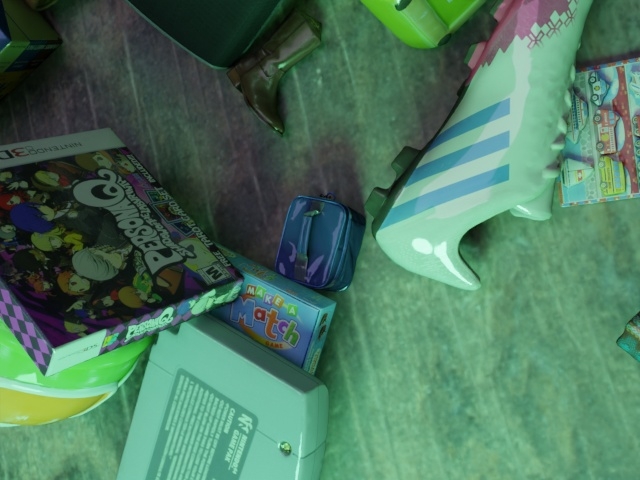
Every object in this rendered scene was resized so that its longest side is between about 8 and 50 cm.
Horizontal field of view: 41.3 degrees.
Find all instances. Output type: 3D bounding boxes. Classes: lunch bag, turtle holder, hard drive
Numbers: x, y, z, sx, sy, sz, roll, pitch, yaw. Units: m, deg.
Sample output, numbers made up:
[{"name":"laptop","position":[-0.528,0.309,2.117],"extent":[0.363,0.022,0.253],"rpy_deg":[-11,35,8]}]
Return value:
[{"name":"lunch bag","position":[0.000,0.000,0.847],"extent":[0.067,0.065,0.098],"rpy_deg":[12,89,24]},{"name":"turtle holder","position":[-0.319,0.047,0.889],"extent":[0.320,0.243,0.227],"rpy_deg":[46,119,17]},{"name":"hard drive","position":[-0.157,-0.304,0.871],"extent":[0.255,0.054,0.172],"rpy_deg":[43,134,-5]}]

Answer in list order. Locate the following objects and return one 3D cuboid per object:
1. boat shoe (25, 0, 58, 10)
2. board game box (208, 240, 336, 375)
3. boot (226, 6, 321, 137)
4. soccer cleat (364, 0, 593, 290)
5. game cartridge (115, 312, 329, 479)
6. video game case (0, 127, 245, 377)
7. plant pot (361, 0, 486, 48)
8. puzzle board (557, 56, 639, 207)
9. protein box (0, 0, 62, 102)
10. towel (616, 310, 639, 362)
[{"name":"boat shoe","position":[-0.235,-0.368,0.979],"extent":[0.324,0.122,0.120],"rpy_deg":[-20,100,24]},{"name":"board game box","position":[-0.085,0.127,0.855],"extent":[0.160,0.039,0.211],"rpy_deg":[25,110,24]},{"name":"boot","position":[-0.033,-0.181,0.903],"extent":[0.114,0.037,0.106],"rpy_deg":[-39,72,10]},{"name":"soccer cleat","position":[0.178,-0.104,0.769],"extent":[0.143,0.116,0.331],"rpy_deg":[35,102,11]},{"name":"game cartridge","position":[-0.103,0.229,0.830],"extent":[0.198,0.062,0.297],"rpy_deg":[26,112,19]},{"name":"video game case","position":[-0.217,-0.005,0.770],"extent":[0.232,0.210,0.042],"rpy_deg":[46,129,21]},{"name":"plant pot","position":[0.080,-0.317,0.771],"extent":[0.228,0.227,0.207],"rpy_deg":[-43,75,14]},{"name":"puzzle board","position":[0.261,-0.099,0.775],"extent":[0.096,0.011,0.128],"rpy_deg":[-7,80,23]},{"name":"protein box","position":[-0.465,-0.245,1.006],"extent":[0.201,0.136,0.200],"rpy_deg":[-39,95,15]},{"name":"towel","position":[0.452,0.083,0.616],"extent":[0.370,0.040,0.271],"rpy_deg":[37,82,23]}]
